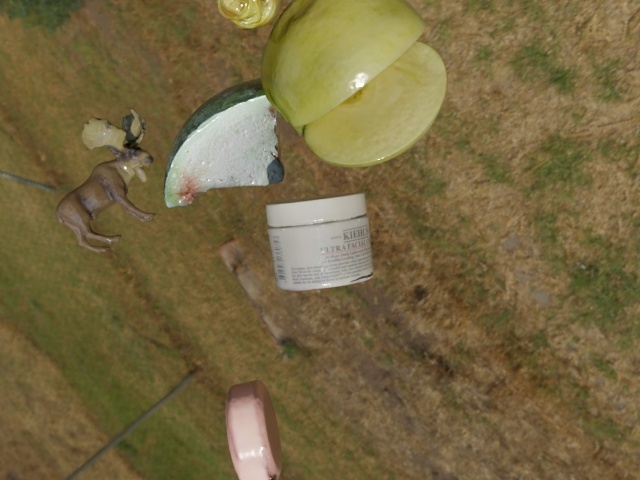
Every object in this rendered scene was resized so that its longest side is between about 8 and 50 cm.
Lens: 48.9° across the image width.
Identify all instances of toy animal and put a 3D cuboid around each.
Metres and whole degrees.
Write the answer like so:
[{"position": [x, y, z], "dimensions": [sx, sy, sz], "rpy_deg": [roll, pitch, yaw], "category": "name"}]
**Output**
[{"position": [-0.346, -0.101, 1.160], "dimensions": [0.186, 0.214, 0.093], "rpy_deg": [54, 166, -7], "category": "toy animal"}]

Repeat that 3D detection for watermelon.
[{"position": [-0.167, -0.181, 1.392], "dimensions": [0.213, 0.320, 0.289], "rpy_deg": [40, -173, -11], "category": "watermelon"}]

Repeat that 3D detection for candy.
[{"position": [-0.157, 0.464, 1.679], "dimensions": [0.094, 0.255, 0.255], "rpy_deg": [-11, 119, 1], "category": "candy"}]

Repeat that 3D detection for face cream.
[{"position": [0.000, 0.000, 1.224], "dimensions": [0.177, 0.177, 0.153], "rpy_deg": [-3, 98, 45], "category": "face cream"}]

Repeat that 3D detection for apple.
[{"position": [0.050, -0.260, 1.108], "dimensions": [0.292, 0.254, 0.292], "rpy_deg": [50, -179, -2], "category": "apple"}]

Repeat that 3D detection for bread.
[{"position": [-0.119, -0.399, 1.162], "dimensions": [0.098, 0.269, 0.087], "rpy_deg": [38, 103, -18], "category": "bread"}]
